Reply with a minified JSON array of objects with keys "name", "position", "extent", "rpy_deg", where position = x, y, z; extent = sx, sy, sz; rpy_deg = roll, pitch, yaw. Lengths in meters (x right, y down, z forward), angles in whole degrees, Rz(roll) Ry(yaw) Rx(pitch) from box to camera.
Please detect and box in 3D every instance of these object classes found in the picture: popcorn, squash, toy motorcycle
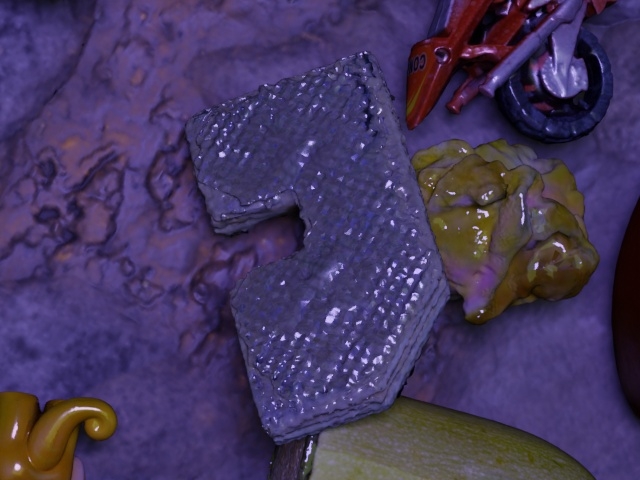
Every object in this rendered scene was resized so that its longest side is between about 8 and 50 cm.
[{"name":"popcorn","position":[0.117,-0.009,1.313],"extent":[0.145,0.126,0.126],"rpy_deg":[24,110,-29]},{"name":"squash","position":[0.090,0.178,1.293],"extent":[0.247,0.132,0.132],"rpy_deg":[14,86,-12]},{"name":"toy motorcycle","position":[0.135,-0.215,1.324],"extent":[0.171,0.089,0.298],"rpy_deg":[7,81,-21]}]

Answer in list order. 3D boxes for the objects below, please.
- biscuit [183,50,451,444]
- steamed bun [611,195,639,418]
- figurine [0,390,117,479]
[{"name":"biscuit","position":[0.000,0.000,1.245],"extent":[0.147,0.046,0.250],"rpy_deg":[-18,63,6]},{"name":"steamed bun","position":[0.376,-0.008,1.311],"extent":[0.379,0.235,0.248],"rpy_deg":[-33,100,-12]},{"name":"figurine","position":[-0.197,0.223,1.234],"extent":[0.156,0.131,0.246],"rpy_deg":[10,76,-29]}]
